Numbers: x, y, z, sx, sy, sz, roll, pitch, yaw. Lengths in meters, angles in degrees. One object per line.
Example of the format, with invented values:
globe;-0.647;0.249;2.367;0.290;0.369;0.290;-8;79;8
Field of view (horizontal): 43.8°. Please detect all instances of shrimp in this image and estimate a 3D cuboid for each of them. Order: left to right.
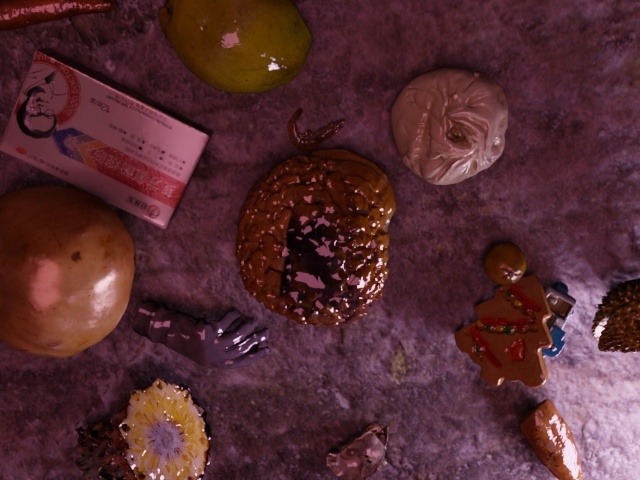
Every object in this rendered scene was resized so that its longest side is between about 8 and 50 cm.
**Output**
shrimp;-0.012;-0.223;1.537;0.114;0.023;0.083;-27;104;13

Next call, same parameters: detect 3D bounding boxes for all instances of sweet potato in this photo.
sweet potato;0.511;0.447;1.736;0.097;0.097;0.252;-28;112;10

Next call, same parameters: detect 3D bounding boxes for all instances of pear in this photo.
pear;-0.146;-0.365;1.392;0.269;0.212;0.212;19;109;-21

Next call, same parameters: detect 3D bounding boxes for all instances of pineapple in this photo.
pineapple;-0.410;0.437;1.698;0.271;0.262;0.263;-22;109;32

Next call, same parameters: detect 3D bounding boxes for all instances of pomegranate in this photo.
pomegranate;-0.514;0.061;1.471;0.342;0.342;0.343;0;109;1

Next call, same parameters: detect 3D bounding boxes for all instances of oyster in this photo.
oyster;0.096;0.480;1.766;0.165;0.053;0.108;-41;78;21

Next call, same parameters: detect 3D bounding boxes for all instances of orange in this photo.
orange;0.369;0.048;1.589;0.085;0.095;0.085;-1;115;-1

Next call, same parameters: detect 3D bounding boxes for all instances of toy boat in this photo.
toy boat;0.452;0.191;1.636;0.088;0.102;0.215;27;108;-6

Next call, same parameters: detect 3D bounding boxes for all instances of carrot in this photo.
carrot;-0.494;-0.425;1.457;0.247;0.059;0.059;-8;109;0

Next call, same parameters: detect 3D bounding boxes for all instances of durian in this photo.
durian;0.663;0.142;1.579;0.237;0.193;0.138;-5;85;-20

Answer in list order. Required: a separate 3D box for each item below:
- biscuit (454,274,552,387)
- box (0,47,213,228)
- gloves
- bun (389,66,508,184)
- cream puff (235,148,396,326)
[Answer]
biscuit;0.386;0.179;1.612;0.212;0.041;0.239;26;98;36
box;-0.411;-0.194;1.532;0.353;0.069;0.214;27;108;-7
gloves;-0.246;0.201;1.654;0.285;0.119;0.142;9;140;-6
bun;0.242;-0.210;1.478;0.229;0.145;0.230;0;113;-1
cream puff;0.000;0.000;1.507;0.343;0.231;0.327;-42;101;14
